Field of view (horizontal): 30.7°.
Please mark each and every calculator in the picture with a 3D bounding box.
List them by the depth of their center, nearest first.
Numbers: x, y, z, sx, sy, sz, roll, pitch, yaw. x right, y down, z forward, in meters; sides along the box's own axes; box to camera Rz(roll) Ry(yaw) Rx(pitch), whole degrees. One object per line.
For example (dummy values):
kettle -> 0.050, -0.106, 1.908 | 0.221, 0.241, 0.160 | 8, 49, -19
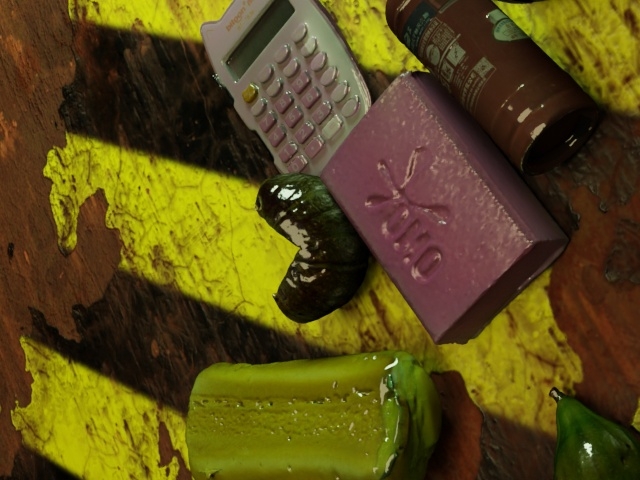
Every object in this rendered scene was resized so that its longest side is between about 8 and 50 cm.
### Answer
calculator -> -0.036, -0.207, 1.465 | 0.194, 0.043, 0.294 | -45, 67, 34

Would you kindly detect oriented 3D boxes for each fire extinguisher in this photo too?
fire extinguisher -> 0.149, -0.229, 1.231 | 0.344, 0.102, 0.138 | 52, 162, 27

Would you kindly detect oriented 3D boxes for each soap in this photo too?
soap -> 0.130, -0.036, 1.290 | 0.181, 0.081, 0.259 | -49, 61, 33

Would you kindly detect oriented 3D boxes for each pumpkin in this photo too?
pumpkin -> 0.000, 0.000, 1.389 | 0.108, 0.119, 0.183 | -17, 87, 42

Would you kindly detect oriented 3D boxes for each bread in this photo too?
bread -> -0.011, 0.226, 1.413 | 0.384, 0.112, 0.166 | -10, 70, 42

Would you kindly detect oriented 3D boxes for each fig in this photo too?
fig -> 0.278, 0.221, 1.168 | 0.117, 0.117, 0.177 | -39, 45, 37

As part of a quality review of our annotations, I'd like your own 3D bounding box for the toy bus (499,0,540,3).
toy bus -> 0.219, -0.387, 1.151 | 0.157, 0.139, 0.289 | 0, 89, 38
